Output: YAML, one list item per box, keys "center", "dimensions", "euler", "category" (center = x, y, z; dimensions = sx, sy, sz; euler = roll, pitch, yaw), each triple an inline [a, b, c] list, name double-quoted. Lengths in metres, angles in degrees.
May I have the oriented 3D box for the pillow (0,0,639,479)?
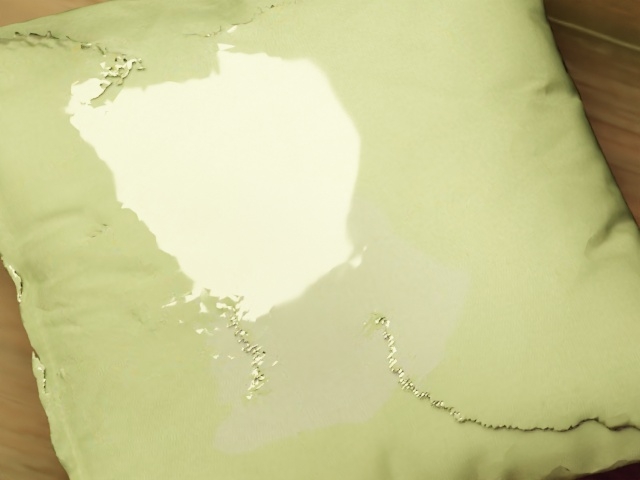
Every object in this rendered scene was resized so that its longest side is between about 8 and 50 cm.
- center: [0.000, 0.000, 0.795]
  dimensions: [0.312, 0.119, 0.310]
  euler: [-20, 79, -6]
  category: "pillow"
